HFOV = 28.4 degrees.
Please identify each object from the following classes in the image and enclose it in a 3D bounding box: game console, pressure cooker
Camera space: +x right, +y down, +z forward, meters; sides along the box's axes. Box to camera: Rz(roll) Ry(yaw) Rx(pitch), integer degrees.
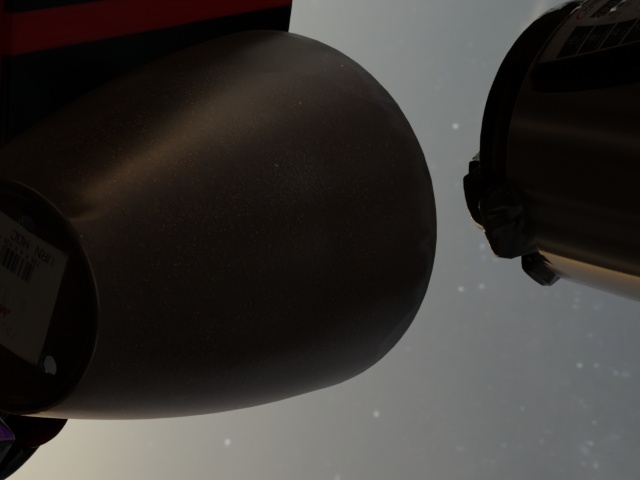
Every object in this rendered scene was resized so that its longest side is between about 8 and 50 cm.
[{"bbox_3d":[-0.134,-0.175,0.973,0.386,0.060,0.342,-28,131,-57],"label":"game console"},{"bbox_3d":[0.389,-0.103,1.474,0.420,0.370,0.375,19,-86,53],"label":"pressure cooker"}]

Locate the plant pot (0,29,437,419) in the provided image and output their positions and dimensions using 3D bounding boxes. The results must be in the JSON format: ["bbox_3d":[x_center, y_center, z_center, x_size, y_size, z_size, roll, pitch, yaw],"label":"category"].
[{"bbox_3d":[-0.085,0.003,0.647,0.230,0.215,0.215,-19,131,-60],"label":"plant pot"}]

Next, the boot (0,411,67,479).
[{"bbox_3d":[-0.243,0.084,0.934,0.244,0.176,0.088,-68,155,-51],"label":"boot"}]

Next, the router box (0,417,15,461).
[{"bbox_3d":[-0.222,0.110,0.538,0.133,0.046,0.179,42,-75,31],"label":"router box"}]
